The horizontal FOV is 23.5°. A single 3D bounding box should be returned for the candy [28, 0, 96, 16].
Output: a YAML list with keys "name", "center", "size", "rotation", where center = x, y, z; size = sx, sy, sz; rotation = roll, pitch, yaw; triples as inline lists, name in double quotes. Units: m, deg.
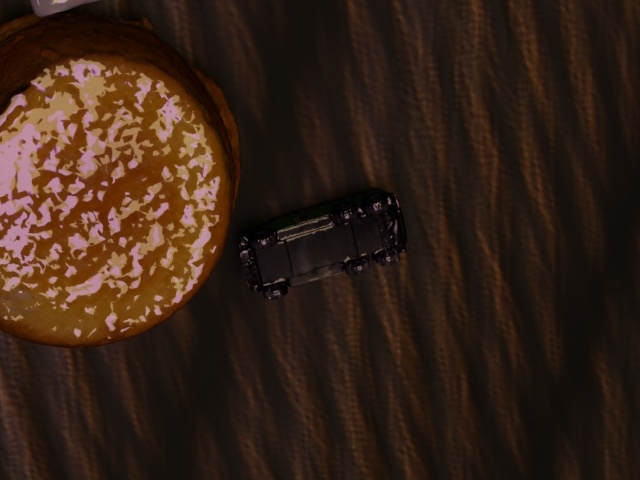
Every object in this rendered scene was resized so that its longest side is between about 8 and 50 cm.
- name: "candy"
  center: [-0.199, -0.380, 1.253]
  size: [0.208, 0.145, 0.358]
  rotation: [-21, 114, -5]

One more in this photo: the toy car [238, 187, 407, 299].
- name: "toy car"
  center: [0.000, 0.000, 1.495]
  size: [0.165, 0.062, 0.071]
  rotation: [-17, 113, -9]

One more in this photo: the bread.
- name: "bread"
  center: [-0.214, -0.044, 1.360]
  size: [0.312, 0.172, 0.312]
  rotation: [-5, 109, -14]
